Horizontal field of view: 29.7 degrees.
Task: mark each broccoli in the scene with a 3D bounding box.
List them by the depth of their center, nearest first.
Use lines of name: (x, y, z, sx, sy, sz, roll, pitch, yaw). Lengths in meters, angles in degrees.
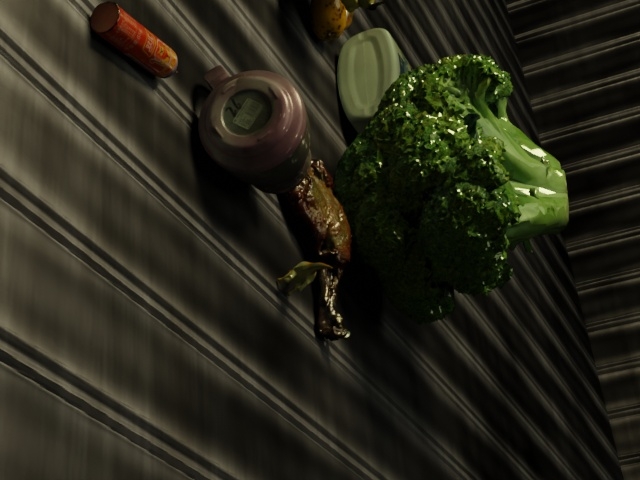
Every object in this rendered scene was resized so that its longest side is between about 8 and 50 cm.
broccoli: (0.173, -0.076, 1.643, 0.321, 0.310, 0.413, 62, -3, 7)

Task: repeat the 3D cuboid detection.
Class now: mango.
mango: (0.013, -0.355, 1.801, 0.079, 0.057, 0.114, 27, 69, -85)

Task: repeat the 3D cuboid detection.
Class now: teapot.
teapot: (-0.075, -0.114, 1.323, 0.116, 0.148, 0.146, -64, 160, -13)

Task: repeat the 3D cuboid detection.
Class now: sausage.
sausage: (-0.176, -0.191, 1.182, 0.129, 0.034, 0.034, 34, 41, -61)

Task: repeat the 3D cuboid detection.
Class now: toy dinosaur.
toy dinosaur: (-0.020, 0.040, 1.354, 0.026, 0.041, 0.113, 51, -17, -10)

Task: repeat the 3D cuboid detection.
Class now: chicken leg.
chicken leg: (0.000, 0.000, 1.475, 0.106, 0.051, 0.253, 4, 70, -64)

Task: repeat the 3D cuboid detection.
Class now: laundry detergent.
laundry detergent: (0.127, -0.181, 1.921, 0.280, 0.105, 0.215, 53, 25, -47)

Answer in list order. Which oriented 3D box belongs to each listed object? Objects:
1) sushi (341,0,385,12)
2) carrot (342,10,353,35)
sushi: (0.039, -0.452, 1.726, 0.139, 0.131, 0.291, 46, 38, -37)
carrot: (0.029, -0.423, 1.933, 0.078, 0.078, 0.298, 52, 30, -45)
